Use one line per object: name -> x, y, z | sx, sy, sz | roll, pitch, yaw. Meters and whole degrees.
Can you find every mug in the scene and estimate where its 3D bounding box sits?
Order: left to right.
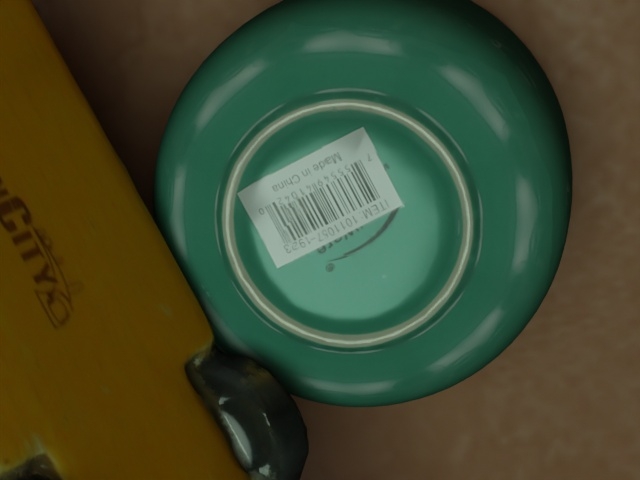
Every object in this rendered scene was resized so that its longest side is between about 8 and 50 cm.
mug -> 0.010, -0.001, 0.623 | 0.129, 0.097, 0.157 | 16, 102, 3

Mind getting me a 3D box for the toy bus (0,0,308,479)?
toy bus -> -0.110, 0.031, 0.580 | 0.130, 0.108, 0.332 | -29, 91, 40
